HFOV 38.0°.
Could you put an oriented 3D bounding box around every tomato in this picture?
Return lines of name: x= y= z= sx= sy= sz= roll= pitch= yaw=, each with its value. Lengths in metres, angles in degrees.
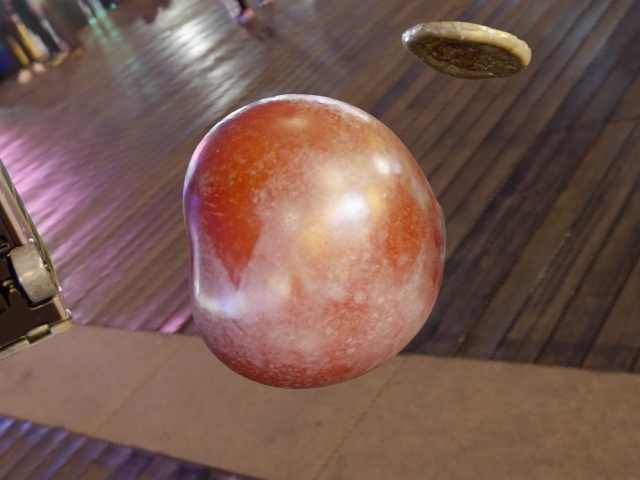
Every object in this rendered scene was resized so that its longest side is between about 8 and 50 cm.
tomato: x=0.000 y=0.000 z=0.850 sx=0.227 sy=0.270 sz=0.270 roll=-5 pitch=30 yaw=12

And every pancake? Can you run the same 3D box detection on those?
pancake: x=0.155 y=-0.203 z=0.995 sx=0.139 sy=0.139 sz=0.022 roll=4 pitch=79 yaw=50

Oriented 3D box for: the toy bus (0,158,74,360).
toy bus: x=-0.499 y=-0.067 z=1.165 sx=0.209 sy=0.440 sz=0.249 roll=-24 pitch=34 yaw=-10
